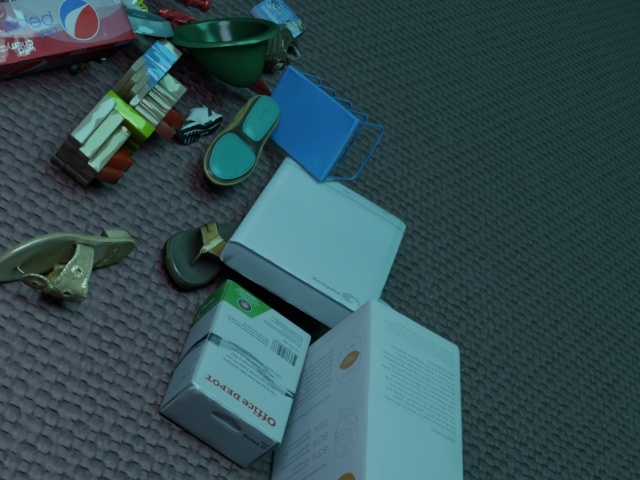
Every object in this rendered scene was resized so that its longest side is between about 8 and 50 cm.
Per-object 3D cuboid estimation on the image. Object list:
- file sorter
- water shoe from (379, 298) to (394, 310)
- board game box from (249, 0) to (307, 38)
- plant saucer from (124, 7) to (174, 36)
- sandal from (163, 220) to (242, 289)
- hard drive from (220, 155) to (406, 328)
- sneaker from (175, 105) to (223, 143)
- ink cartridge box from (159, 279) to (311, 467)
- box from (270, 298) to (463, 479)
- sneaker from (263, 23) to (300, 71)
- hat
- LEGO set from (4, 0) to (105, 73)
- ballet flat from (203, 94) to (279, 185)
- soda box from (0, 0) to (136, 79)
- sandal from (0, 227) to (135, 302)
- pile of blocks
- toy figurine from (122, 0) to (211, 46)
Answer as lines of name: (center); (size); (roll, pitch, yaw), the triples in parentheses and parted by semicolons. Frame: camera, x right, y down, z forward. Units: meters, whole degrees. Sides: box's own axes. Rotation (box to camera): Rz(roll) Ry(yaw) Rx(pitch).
file sorter: (0.001, -0.190, 2.056); (0.170, 0.118, 0.104); (41, 19, 28)
water shoe: (0.058, 0.115, 1.946); (0.080, 0.073, 0.203); (-24, 69, -34)
board game box: (-0.077, -0.408, 2.296); (0.090, 0.020, 0.090); (47, 38, -3)
plant saucer: (-0.284, -0.342, 1.929); (0.119, 0.021, 0.119); (13, 16, -4)
sandal: (-0.148, 0.009, 1.822); (0.219, 0.060, 0.090); (-17, 71, -51)
hard drive: (0.000, 0.000, 1.899); (0.233, 0.047, 0.353); (31, 27, -2)
sneaker: (-0.201, -0.185, 1.965); (0.043, 0.040, 0.109); (38, 31, 13)
ink cartridge box: (-0.113, 0.180, 1.684); (0.153, 0.087, 0.208); (37, 37, -16)
box: (0.060, 0.291, 1.656); (0.168, 0.215, 0.345); (30, 41, -24)
sneaker: (-0.092, -0.329, 2.172); (0.071, 0.066, 0.188); (50, 37, 0)
hat: (-0.139, -0.256, 2.018); (0.208, 0.184, 0.173); (-10, 25, -16)
LEGO set: (-0.396, -0.368, 1.909); (0.182, 0.060, 0.244); (23, 44, -25)
ballet flat: (-0.133, -0.146, 1.968); (0.080, 0.073, 0.232); (46, 43, -11)
soda box: (-0.400, -0.294, 1.767); (0.263, 0.083, 0.092); (-21, 90, -42)
sandal: (-0.315, 0.041, 1.603); (0.079, 0.088, 0.240); (53, 32, 16)
pile of blocks: (-0.254, -0.194, 1.820); (0.112, 0.149, 0.362); (41, 37, -10)
toy figurine: (-0.218, -0.522, 2.090); (0.191, 0.217, 0.363); (14, 50, -38)
